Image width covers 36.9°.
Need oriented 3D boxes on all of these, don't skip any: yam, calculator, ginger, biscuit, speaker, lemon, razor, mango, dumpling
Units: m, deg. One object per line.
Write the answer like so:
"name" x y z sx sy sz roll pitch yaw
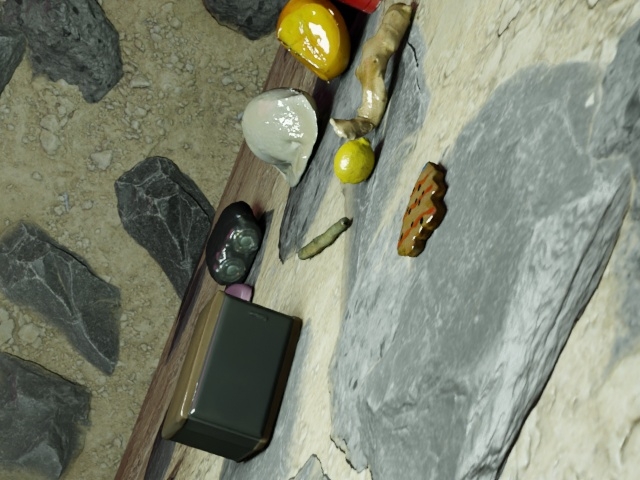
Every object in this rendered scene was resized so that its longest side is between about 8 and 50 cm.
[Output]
"yam" 0.002 0.000 1.600 0.027 0.029 0.234 -62 9 -22
"calculator" -0.218 0.190 2.249 0.294 0.043 0.194 162 128 -74
"ginger" 0.088 -0.282 1.586 0.089 0.075 0.288 -3 60 52
"biscuit" 0.120 -0.040 1.148 0.119 0.019 0.130 129 158 -58
"speaker" -0.149 0.228 1.590 0.192 0.153 0.230 133 155 -61
"lemon" 0.054 -0.124 1.492 0.083 0.062 0.062 -61 14 20
"razor" -0.225 -0.003 2.455 0.189 0.107 0.327 -64 12 8
"mango" -0.005 -0.439 2.061 0.138 0.187 0.257 -37 9 11
"dumpling" -0.084 -0.227 2.124 0.243 0.175 0.226 -52 -46 -84

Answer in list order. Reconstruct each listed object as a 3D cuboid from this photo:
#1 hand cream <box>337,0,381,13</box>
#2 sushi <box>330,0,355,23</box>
"hand cream" 0.080 -0.595 1.979 0.230 0.149 0.230 -161 90 -76
"sushi" 0.029 -0.569 2.220 0.225 0.124 0.127 -59 15 19
